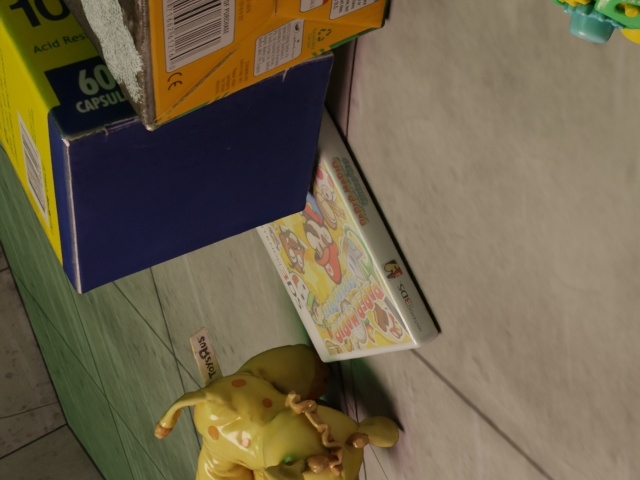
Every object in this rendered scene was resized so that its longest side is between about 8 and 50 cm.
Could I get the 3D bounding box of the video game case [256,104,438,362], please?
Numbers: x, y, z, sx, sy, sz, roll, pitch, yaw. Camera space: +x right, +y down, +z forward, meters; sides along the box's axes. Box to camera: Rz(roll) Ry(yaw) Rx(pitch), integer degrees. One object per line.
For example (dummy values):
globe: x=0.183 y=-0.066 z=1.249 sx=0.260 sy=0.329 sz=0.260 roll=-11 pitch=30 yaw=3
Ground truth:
video game case: x=0.000 y=0.000 z=1.070 sx=0.206 sy=0.026 sz=0.227 roll=63 pitch=160 yaw=-1

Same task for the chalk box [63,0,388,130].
chalk box: x=-0.098 y=-0.251 z=0.788 sx=0.289 sy=0.179 sz=0.180 roll=55 pitch=159 yaw=23

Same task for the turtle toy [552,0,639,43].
turtle toy: x=0.114 y=-0.140 z=0.561 sx=0.130 sy=0.066 sz=0.095 roll=55 pitch=158 yaw=20

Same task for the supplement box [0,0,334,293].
supplement box: x=-0.165 y=-0.177 z=0.972 sx=0.357 sy=0.194 sz=0.195 roll=58 pitch=157 yaw=26

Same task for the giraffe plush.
giraffe plush: x=-0.023 y=0.182 z=1.164 sx=0.170 sy=0.181 sz=0.210 roll=23 pitch=154 yaw=44
